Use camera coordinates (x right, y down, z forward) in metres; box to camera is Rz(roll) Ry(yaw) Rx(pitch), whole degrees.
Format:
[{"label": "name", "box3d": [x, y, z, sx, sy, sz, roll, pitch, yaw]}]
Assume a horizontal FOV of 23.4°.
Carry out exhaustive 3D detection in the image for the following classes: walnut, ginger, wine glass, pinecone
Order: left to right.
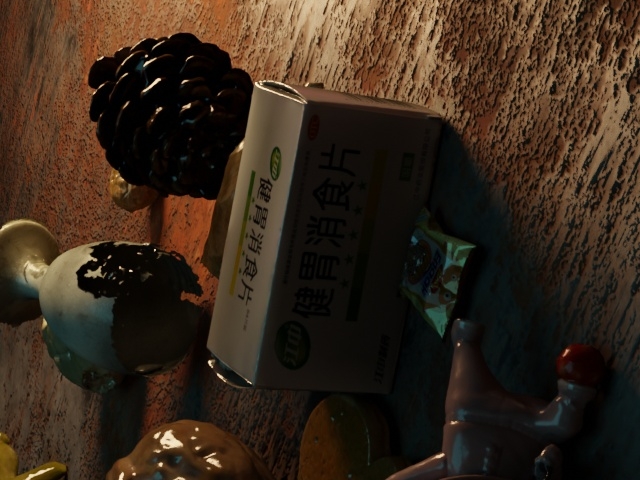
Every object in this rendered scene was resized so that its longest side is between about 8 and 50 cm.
[{"label": "wine glass", "box3d": [-0.335, 0.079, 2.228, 0.357, 0.190, 0.190, 11, 95, 41]}, {"label": "walnut", "box3d": [-0.286, -0.090, 2.391, 0.079, 0.083, 0.096, 47, -127, -83]}, {"label": "pinecone", "box3d": [-0.192, -0.164, 2.061, 0.272, 0.224, 0.224, 38, 119, 55]}, {"label": "walnut", "box3d": [-0.164, 0.355, 1.885, 0.273, 0.227, 0.273, -17, 70, 57]}, {"label": "ginger", "box3d": [-0.059, -0.064, 1.877, 0.219, 0.123, 0.270, -143, 63, -63]}]

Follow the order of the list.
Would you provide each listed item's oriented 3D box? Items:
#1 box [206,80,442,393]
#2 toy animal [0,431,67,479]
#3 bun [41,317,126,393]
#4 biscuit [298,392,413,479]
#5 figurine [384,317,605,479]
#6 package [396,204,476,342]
[{"label": "box", "box3d": [0.000, 0.002, 1.688, 0.145, 0.173, 0.332, 30, 111, 62]}, {"label": "toy animal", "box3d": [-0.510, 0.485, 2.645, 0.363, 0.180, 0.181, 27, 118, 38]}, {"label": "bun", "box3d": [-0.364, 0.127, 2.434, 0.220, 0.134, 0.220, -34, 51, 56]}, {"label": "biscuit", "box3d": [0.047, 0.284, 1.684, 0.289, 0.044, 0.202, 37, 118, 58]}, {"label": "figurine", "box3d": [0.147, 0.216, 1.370, 0.186, 0.176, 0.287, 110, 178, -83]}, {"label": "package", "box3d": [0.119, 0.033, 1.602, 0.121, 0.031, 0.108, 46, 125, 57]}]
